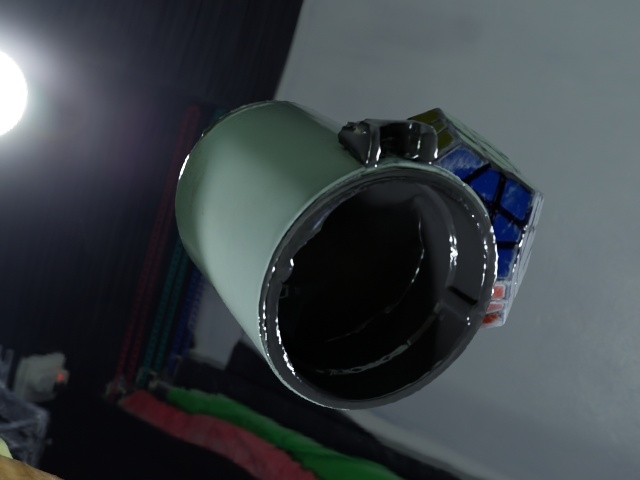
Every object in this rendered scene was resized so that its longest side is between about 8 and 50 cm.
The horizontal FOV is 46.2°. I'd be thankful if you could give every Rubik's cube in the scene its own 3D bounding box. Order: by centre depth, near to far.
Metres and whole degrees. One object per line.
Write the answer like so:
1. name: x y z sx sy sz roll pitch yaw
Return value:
1. Rubik's cube: 0.152 -0.018 1.029 0.319 0.319 0.264 16 175 -7

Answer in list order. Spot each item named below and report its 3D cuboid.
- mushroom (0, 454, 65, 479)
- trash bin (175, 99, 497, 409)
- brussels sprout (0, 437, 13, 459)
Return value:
1. mushroom: -0.052 0.247 0.325 0.313 0.224 0.397 4 153 31
2. trash bin: 0.000 0.000 0.706 0.217 0.277 0.262 -1 -159 -25
3. brussels sprout: -0.419 0.358 0.660 0.342 0.361 0.425 -1 166 -43
